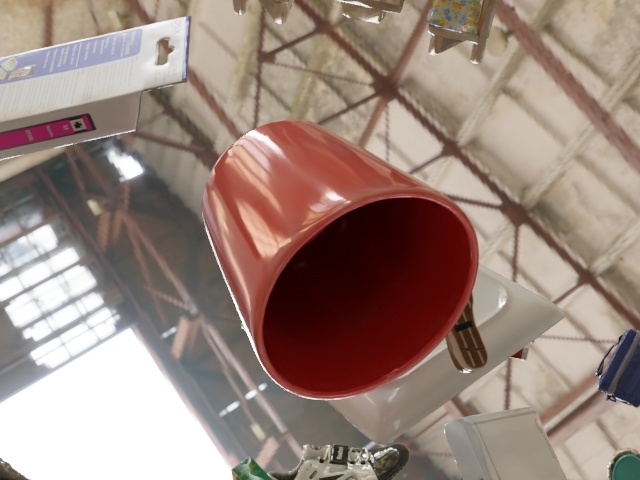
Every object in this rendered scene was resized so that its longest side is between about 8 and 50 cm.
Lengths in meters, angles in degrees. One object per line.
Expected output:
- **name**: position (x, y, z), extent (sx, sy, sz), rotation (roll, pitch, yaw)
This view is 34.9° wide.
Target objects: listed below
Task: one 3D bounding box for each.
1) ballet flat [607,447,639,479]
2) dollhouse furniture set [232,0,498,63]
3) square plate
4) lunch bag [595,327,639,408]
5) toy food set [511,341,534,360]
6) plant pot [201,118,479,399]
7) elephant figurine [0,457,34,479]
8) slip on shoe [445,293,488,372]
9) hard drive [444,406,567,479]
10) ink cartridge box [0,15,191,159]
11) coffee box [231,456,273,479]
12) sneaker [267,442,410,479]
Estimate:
- **ballet flat**: position (0.589, 0.462, 1.906), extent (0.241, 0.091, 0.077), rotation (60, 10, -26)
- **dollhouse furniture set**: position (0.099, -0.500, 1.417), extent (0.362, 0.394, 0.256), rotation (13, -29, 6)
- **square plate**: position (0.110, 0.103, 1.476), extent (0.344, 0.347, 0.049), rotation (34, -34, 45)
- **lunch bag**: position (0.385, 0.161, 1.277), extent (0.065, 0.098, 0.067), rotation (28, 3, 17)
- **toy food set**: position (0.342, 0.158, 1.866), extent (0.104, 0.232, 0.111), rotation (10, -90, 18)
- **plant pot**: position (0.000, 0.000, 1.149), extent (0.243, 0.275, 0.275), rotation (49, -27, 45)
- **elephant figurine**: position (-0.371, 0.335, 1.166), extent (0.239, 0.169, 0.186), rotation (29, -63, 18)
- **slip on shoe**: position (0.167, 0.097, 1.253), extent (0.041, 0.051, 0.135), rotation (135, -62, -66)
- **hard drive**: position (0.332, 0.399, 1.700), extent (0.047, 0.353, 0.233), rotation (-30, -109, 23)
- **ink cartridge box**: position (-0.345, -0.197, 1.353), extent (0.176, 0.370, 0.069), rotation (-96, 171, -50)
- **coffee box**: position (-0.059, 0.412, 1.483), extent (0.184, 0.040, 0.113), rotation (39, -34, 34)
- **sneaker**: position (0.032, 0.503, 2.246), extent (0.146, 0.330, 0.122), rotation (63, 5, -8)
